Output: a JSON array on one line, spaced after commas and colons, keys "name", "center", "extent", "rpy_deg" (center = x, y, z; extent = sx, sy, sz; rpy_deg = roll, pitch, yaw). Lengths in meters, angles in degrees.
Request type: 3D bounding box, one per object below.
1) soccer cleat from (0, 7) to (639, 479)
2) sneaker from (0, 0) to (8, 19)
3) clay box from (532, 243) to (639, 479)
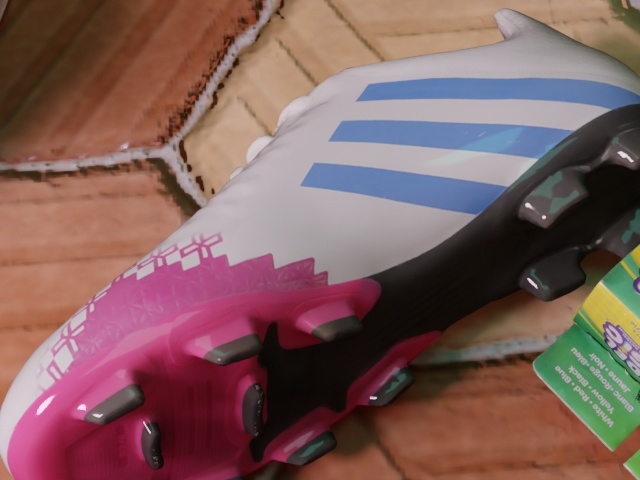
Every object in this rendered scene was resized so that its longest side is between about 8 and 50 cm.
[{"name": "soccer cleat", "center": [0.000, 0.000, 0.627], "extent": [0.331, 0.116, 0.143], "rpy_deg": [-26, 51, -19]}, {"name": "sneaker", "center": [-0.229, -0.143, 0.704], "extent": [0.105, 0.147, 0.295], "rpy_deg": [0, 56, 6]}, {"name": "clay box", "center": [0.211, 0.023, 0.610], "extent": [0.222, 0.053, 0.127], "rpy_deg": [-39, 75, -20]}]
